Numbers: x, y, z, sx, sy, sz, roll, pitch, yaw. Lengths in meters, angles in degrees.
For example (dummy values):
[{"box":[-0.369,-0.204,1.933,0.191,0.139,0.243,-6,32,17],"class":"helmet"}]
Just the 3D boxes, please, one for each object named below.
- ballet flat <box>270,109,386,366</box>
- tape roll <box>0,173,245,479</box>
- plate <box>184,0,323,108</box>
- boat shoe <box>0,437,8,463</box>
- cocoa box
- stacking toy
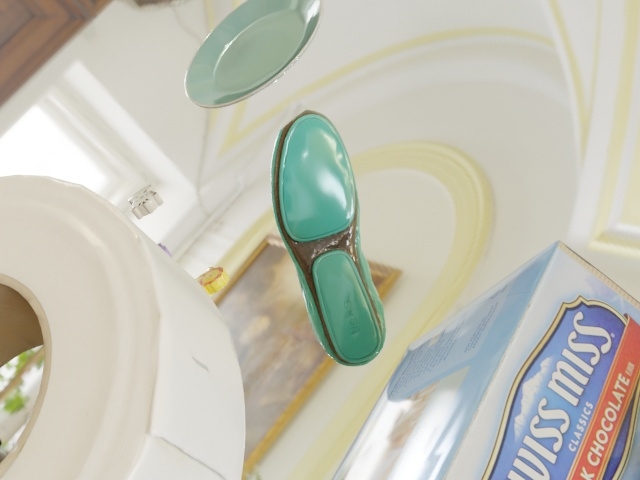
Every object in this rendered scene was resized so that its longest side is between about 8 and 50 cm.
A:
[{"box":[0.000,0.000,0.910,0.087,0.083,0.247,-175,-110,-77],"class":"ballet flat"},{"box":[-0.190,0.105,0.547,0.286,0.286,0.100,27,-15,34],"class":"tape roll"},{"box":[-0.071,-0.214,1.057,0.188,0.188,0.024,19,-22,48],"class":"plate"},{"box":[-0.289,0.174,0.686,0.342,0.123,0.123,11,13,-19],"class":"boat shoe"},{"box":[0.124,0.221,0.636,0.228,0.347,0.231,38,-35,-4],"class":"cocoa box"},{"box":[-0.254,0.052,1.240,0.167,0.221,0.052,56,-4,-28],"class":"stacking toy"}]
